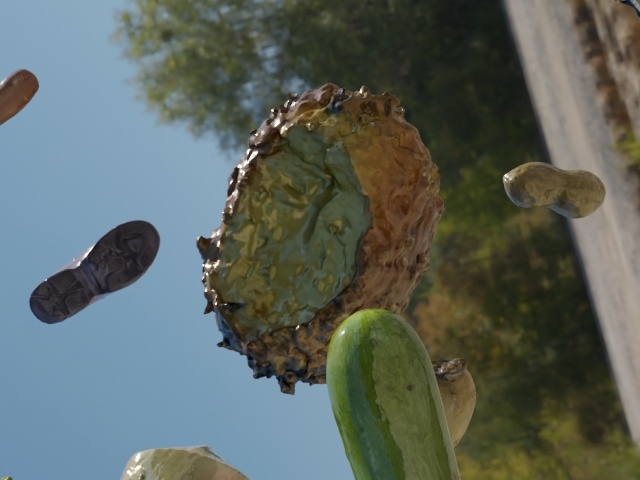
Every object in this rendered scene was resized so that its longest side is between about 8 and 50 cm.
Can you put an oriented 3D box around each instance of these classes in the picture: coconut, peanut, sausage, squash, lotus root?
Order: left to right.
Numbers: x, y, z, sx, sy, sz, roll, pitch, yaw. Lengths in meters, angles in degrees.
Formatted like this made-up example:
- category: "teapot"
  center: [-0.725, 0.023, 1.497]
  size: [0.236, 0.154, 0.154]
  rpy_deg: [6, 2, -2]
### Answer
- category: "sausage"
  center: [-0.374, -0.121, 1.352]
  size: [0.186, 0.043, 0.043]
  rpy_deg: [-43, -50, -29]
- category: "coconut"
  center: [-0.190, 0.411, 1.861]
  size: [0.259, 0.259, 0.259]
  rpy_deg: [-15, -90, -81]
- category: "squash"
  center: [0.093, 0.255, 1.386]
  size: [0.118, 0.118, 0.370]
  rpy_deg: [1, -106, -81]
- category: "lotus root"
  center: [0.164, 0.307, 2.115]
  size: [0.303, 0.146, 0.130]
  rpy_deg: [-57, 35, 39]
- category: "peanut"
  center: [0.378, -0.080, 2.053]
  size: [0.089, 0.193, 0.089]
  rpy_deg: [-173, 90, -69]

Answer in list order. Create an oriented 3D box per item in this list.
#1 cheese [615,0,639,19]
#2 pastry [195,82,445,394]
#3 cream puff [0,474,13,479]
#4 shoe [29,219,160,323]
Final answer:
- category: "cheese"
  center: [0.404, -0.343, 1.717]
  size: [0.162, 0.036, 0.086]
  rpy_deg: [37, -158, -37]
- category: "pastry"
  center: [0.008, -0.009, 1.697]
  size: [0.337, 0.292, 0.405]
  rpy_deg: [1, -72, -69]
- category: "cream puff"
  center: [-0.322, 0.361, 1.448]
  size: [0.221, 0.195, 0.194]
  rpy_deg: [21, -129, -52]
- category: "shoe"
  center: [-0.378, 0.053, 2.138]
  size: [0.095, 0.245, 0.137]
  rpy_deg: [56, 168, -9]
